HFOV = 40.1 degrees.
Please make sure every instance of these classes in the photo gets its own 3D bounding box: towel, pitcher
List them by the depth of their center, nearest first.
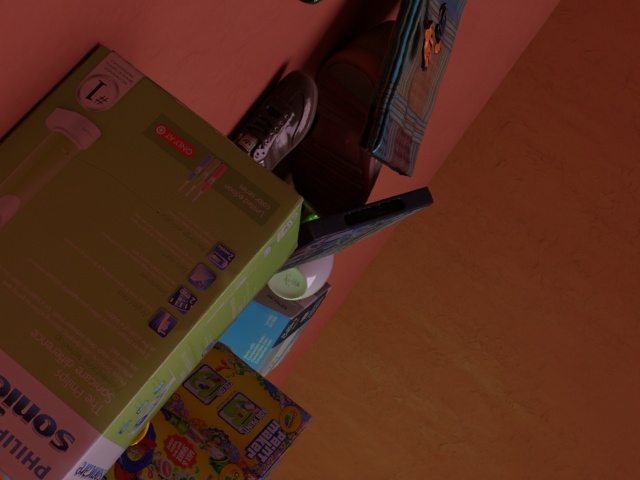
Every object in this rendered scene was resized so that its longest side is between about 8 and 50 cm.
[{"bbox_3d":[0.150,-0.280,1.214,0.271,0.040,0.370,10,97,-72],"label":"towel"},{"bbox_3d":[-0.027,0.001,1.682,0.207,0.125,0.178,-58,158,-52],"label":"pitcher"}]

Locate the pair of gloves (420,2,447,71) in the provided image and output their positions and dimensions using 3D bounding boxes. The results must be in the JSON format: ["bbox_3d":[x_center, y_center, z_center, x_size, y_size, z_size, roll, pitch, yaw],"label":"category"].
[{"bbox_3d":[0.150,-0.266,1.151,0.074,0.010,0.083,90,25,-45],"label":"pair of gloves"}]

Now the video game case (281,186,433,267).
[{"bbox_3d":[0.000,0.000,1.353,0.248,0.035,0.275,-17,173,-40],"label":"video game case"}]

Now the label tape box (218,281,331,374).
[{"bbox_3d":[-0.136,0.209,1.886,0.249,0.115,0.347,-57,172,24],"label":"label tape box"}]

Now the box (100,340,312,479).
[{"bbox_3d":[-0.216,0.324,1.395,0.290,0.279,0.177,-59,169,32],"label":"box"}]

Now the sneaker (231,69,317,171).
[{"bbox_3d":[-0.069,-0.125,1.087,0.188,0.066,0.071,-57,169,20],"label":"sneaker"}]

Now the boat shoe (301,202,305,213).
[{"bbox_3d":[-0.083,-0.037,1.419,0.152,0.056,0.049,-24,156,-52],"label":"boat shoe"}]

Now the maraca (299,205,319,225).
[{"bbox_3d":[0.007,-0.076,1.571,0.185,0.099,0.127,-37,-165,13],"label":"maraca"}]

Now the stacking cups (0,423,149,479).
[{"bbox_3d":[-0.287,0.219,0.814,0.096,0.096,0.316,-57,168,27],"label":"stacking cups"}]

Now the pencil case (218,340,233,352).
[{"bbox_3d":[-0.256,0.300,1.633,0.124,0.113,0.273,-9,140,-48],"label":"pencil case"}]

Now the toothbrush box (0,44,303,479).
[{"bbox_3d":[-0.179,0.027,0.678,0.283,0.206,0.122,-51,171,-18],"label":"toothbrush box"}]

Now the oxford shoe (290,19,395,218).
[{"bbox_3d":[0.059,-0.166,1.354,0.146,0.140,0.397,-51,172,-32],"label":"oxford shoe"}]

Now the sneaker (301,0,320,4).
[{"bbox_3d":[0.040,-0.330,0.802,0.130,0.087,0.227,-49,173,-33],"label":"sneaker"}]
